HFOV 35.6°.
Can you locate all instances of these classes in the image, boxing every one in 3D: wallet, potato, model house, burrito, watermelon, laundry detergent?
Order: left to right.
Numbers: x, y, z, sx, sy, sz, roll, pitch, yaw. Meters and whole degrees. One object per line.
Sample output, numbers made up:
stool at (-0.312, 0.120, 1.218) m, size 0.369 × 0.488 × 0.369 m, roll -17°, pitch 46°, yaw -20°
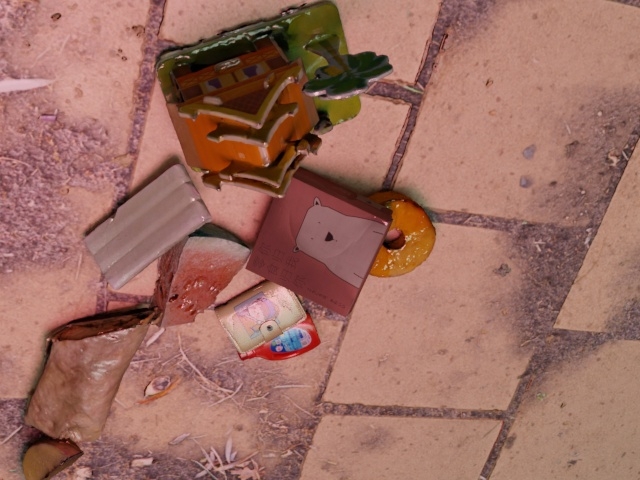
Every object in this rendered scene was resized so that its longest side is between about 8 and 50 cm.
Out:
potato at (-0.528, 0.412, 1.973) m, size 0.100 × 0.089 × 0.172 m, roll -27°, pitch 168°, yaw -48°
burrito at (-0.445, 0.244, 1.881) m, size 0.175 × 0.107 × 0.348 m, roll 20°, pitch 116°, yaw -21°
watermelon at (-0.245, 0.072, 1.866) m, size 0.154 × 0.094 × 0.241 m, roll 14°, pitch 117°, yaw -36°
wallet at (-0.115, 0.145, 1.953) m, size 0.155 × 0.039 × 0.110 m, roll -29°, pitch 102°, yaw 2°
laundry detergent at (-0.086, 0.207, 2.017) m, size 0.165 × 0.049 × 0.097 m, roll -21°, pitch 123°, yaw -2°
model house at (-0.052, -0.193, 1.617) m, size 0.357 × 0.313 × 0.242 m, roll -19°, pitch 127°, yaw -7°

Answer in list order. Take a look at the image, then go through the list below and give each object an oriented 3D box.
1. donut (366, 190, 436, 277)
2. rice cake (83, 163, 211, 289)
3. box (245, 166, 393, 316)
donut at (0.130, -0.017, 1.932) m, size 0.190 × 0.074 × 0.174 m, roll 26°, pitch 109°, yaw -34°
rice cake at (-0.306, -0.025, 1.754) m, size 0.237 × 0.043 × 0.127 m, roll -35°, pitch 82°, yaw 13°
box at (0.000, 0.000, 1.834) m, size 0.215 × 0.086 × 0.215 m, roll 26°, pitch 113°, yaw 6°
